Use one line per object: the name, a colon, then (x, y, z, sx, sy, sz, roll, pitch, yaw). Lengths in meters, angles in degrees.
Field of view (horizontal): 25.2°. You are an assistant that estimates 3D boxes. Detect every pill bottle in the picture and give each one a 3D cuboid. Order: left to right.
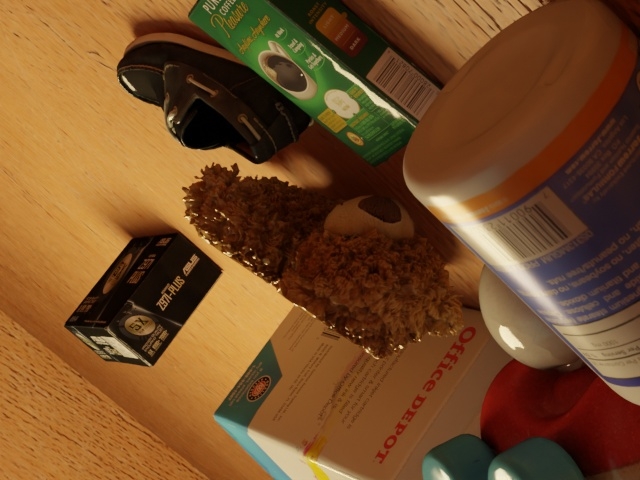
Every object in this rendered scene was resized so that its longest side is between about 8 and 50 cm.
pill bottle: (0.190, 0.001, 0.837, 0.272, 0.152, 0.152, 42, 161, -19)

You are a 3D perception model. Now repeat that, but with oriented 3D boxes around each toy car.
toy car: (0.173, 0.067, 1.046, 0.238, 0.219, 0.210, 68, 159, -2)

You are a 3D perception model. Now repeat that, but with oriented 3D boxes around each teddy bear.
teddy bear: (0.000, 0.000, 1.211, 0.245, 0.113, 0.338, 32, 179, -5)

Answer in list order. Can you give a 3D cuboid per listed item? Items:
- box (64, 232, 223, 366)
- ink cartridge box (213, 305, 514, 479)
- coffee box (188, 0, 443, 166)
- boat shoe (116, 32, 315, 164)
box: (-0.221, 0.073, 1.761, 0.077, 0.147, 0.180, 43, 162, -19)
ink cartridge box: (0.080, 0.181, 1.403, 0.270, 0.198, 0.197, 14, 151, 51)
coffee box: (-0.003, -0.134, 1.029, 0.184, 0.040, 0.113, 38, 161, -6)
boat shoe: (-0.104, -0.118, 1.196, 0.233, 0.079, 0.084, 20, 158, 44)
